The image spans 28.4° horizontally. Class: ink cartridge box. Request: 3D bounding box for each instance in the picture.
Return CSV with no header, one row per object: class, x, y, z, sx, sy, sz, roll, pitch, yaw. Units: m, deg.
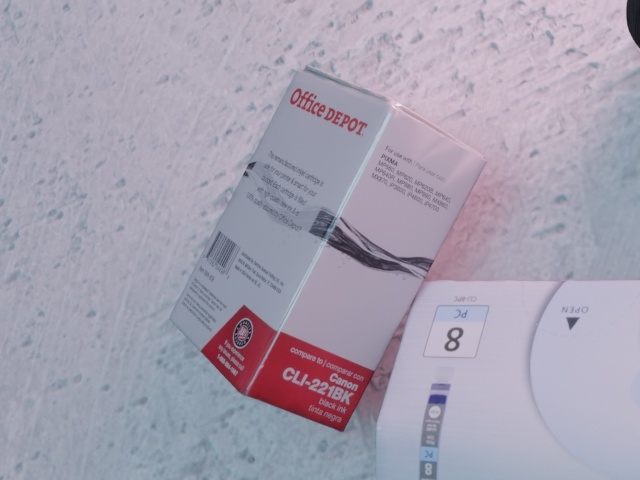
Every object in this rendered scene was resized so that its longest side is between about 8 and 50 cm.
ink cartridge box,0.000,0.000,1.129,0.272,0.114,0.197,-63,30,4
ink cartridge box,0.173,0.209,0.947,0.308,0.091,0.385,-1,56,34

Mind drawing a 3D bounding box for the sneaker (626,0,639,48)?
sneaker,0.434,-0.320,0.990,0.447,0.169,0.257,-43,13,41
